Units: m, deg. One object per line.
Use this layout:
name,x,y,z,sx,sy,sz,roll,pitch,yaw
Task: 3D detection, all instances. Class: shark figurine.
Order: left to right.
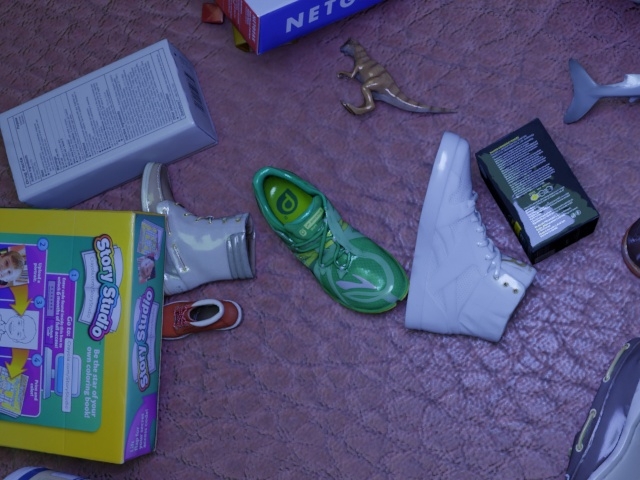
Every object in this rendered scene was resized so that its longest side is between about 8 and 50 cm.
shark figurine,0.488,-0.224,1.271,0.278,0.116,0.166,-30,40,-1

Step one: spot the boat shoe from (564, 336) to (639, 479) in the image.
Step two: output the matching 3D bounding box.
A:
boat shoe,0.386,0.280,1.203,0.117,0.097,0.324,25,90,-23

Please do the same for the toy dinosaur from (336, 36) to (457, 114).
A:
toy dinosaur,0.090,-0.231,1.388,0.112,0.064,0.211,-45,73,2

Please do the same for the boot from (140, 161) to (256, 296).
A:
boot,-0.187,-0.030,1.416,0.165,0.077,0.213,-12,82,13

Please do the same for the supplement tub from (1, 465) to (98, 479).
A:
supplement tub,-0.308,0.457,1.279,0.316,0.228,0.228,8,82,16

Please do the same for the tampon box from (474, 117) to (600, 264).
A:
tampon box,0.299,-0.066,1.274,0.101,0.120,0.161,-29,74,6

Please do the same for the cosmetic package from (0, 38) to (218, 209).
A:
cosmetic package,-0.339,-0.177,1.462,0.310,0.113,0.160,-21,75,10

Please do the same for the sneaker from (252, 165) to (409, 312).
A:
sneaker,0.000,0.000,1.336,0.295,0.123,0.109,41,92,17

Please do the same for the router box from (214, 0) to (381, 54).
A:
router box,-0.032,-0.462,1.365,0.336,0.082,0.301,-27,66,-19

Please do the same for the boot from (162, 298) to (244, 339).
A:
boot,-0.205,0.115,1.390,0.158,0.084,0.059,-10,79,14

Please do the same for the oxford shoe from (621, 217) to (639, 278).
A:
oxford shoe,0.570,-0.065,1.197,0.364,0.133,0.130,-36,73,6

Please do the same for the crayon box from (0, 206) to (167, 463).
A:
crayon box,-0.400,0.132,1.390,0.313,0.106,0.362,3,90,19

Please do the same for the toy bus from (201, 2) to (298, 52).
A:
toy bus,-0.098,-0.396,1.432,0.202,0.104,0.191,36,100,7

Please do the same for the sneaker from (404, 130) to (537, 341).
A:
sneaker,0.219,0.000,1.263,0.169,0.108,0.292,11,112,13

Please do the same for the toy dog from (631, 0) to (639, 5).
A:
toy dog,0.463,-0.497,1.181,0.285,0.395,0.407,16,76,8
